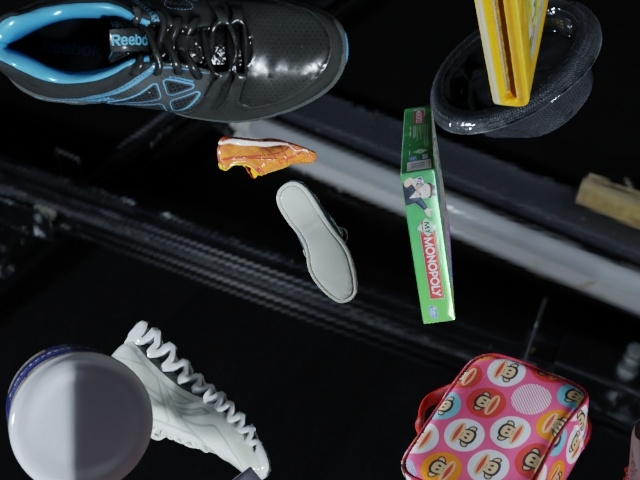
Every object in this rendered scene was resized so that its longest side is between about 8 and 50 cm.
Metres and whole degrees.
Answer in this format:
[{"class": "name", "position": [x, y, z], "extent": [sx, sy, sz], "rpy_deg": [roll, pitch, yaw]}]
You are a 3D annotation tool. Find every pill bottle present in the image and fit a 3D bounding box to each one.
[{"class": "pill bottle", "position": [-0.295, 0.202, 1.089], "extent": [0.153, 0.153, 0.265], "rpy_deg": [-17, -177, -20]}]

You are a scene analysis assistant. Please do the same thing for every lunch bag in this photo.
[{"class": "lunch bag", "position": [0.268, 0.321, 1.470], "extent": [0.258, 0.120, 0.293], "rpy_deg": [19, -128, 37]}]

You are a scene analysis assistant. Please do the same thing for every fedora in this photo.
[{"class": "fedora", "position": [0.374, -0.283, 1.677], "extent": [0.334, 0.152, 0.334], "rpy_deg": [-26, -139, 25]}]

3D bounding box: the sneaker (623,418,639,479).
[{"class": "sneaker", "position": [0.491, 0.424, 1.435], "extent": [0.090, 0.145, 0.270], "rpy_deg": [13, -120, -39]}]

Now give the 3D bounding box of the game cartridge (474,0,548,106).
[{"class": "game cartridge", "position": [0.241, -0.369, 1.068], "extent": [0.053, 0.285, 0.323], "rpy_deg": [9, -113, 21]}]

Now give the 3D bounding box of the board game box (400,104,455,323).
[{"class": "board game box", "position": [0.154, -0.050, 1.304], "extent": [0.046, 0.213, 0.317], "rpy_deg": [-8, -158, 10]}]

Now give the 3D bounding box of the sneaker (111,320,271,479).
[{"class": "sneaker", "position": [-0.189, 0.244, 1.274], "extent": [0.292, 0.110, 0.118], "rpy_deg": [38, -111, 22]}]

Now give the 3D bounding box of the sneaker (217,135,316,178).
[{"class": "sneaker", "position": [-0.091, -0.137, 1.522], "extent": [0.175, 0.067, 0.064], "rpy_deg": [0, -169, -22]}]

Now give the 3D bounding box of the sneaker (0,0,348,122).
[{"class": "sneaker", "position": [-0.139, -0.172, 0.864], "extent": [0.341, 0.125, 0.139], "rpy_deg": [-4, -173, -5]}]

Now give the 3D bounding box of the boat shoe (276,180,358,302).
[{"class": "boat shoe", "position": [0.000, 0.000, 1.757], "extent": [0.254, 0.095, 0.079], "rpy_deg": [56, -163, 2]}]

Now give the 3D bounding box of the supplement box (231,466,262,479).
[{"class": "supplement box", "position": [-0.133, 0.332, 0.893], "extent": [0.073, 0.239, 0.130], "rpy_deg": [47, -138, 15]}]
